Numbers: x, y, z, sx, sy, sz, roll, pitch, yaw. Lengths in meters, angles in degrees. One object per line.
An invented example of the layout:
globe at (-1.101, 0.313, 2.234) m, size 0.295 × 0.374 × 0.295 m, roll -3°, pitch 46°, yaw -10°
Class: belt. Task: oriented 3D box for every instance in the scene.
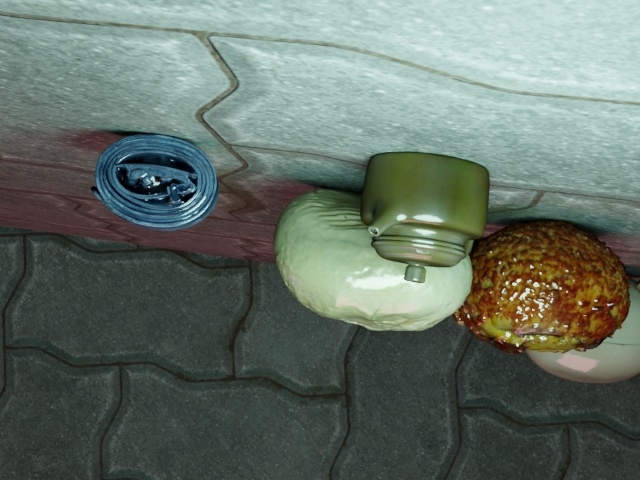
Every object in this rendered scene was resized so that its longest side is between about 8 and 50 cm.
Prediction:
belt at (-0.253, -0.089, 1.290) m, size 0.190 × 0.142 × 0.082 m, roll 11°, pitch 173°, yaw -2°

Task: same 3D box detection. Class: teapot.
teapot at (0.156, -0.024, 1.242) m, size 0.185 × 0.175 × 0.267 m, roll 6°, pitch 174°, yaw 41°

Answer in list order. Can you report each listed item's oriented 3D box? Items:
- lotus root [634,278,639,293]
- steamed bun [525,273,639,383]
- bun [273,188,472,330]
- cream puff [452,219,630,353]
lotus root at (0.839, 0.093, 1.951) m, size 0.203 × 0.078 × 0.183 m, roll -2°, pitch 157°, yaw 40°
steamed bun at (0.711, 0.224, 2.229) m, size 0.373 × 0.334 × 0.334 m, roll 7°, pitch 174°, yaw 3°
bun at (0.093, 0.049, 1.461) m, size 0.361 × 0.213 × 0.361 m, roll 13°, pitch -164°, yaw -4°
cream puff at (0.405, 0.076, 1.566) m, size 0.350 × 0.229 × 0.350 m, roll -3°, pitch -165°, yaw 1°
